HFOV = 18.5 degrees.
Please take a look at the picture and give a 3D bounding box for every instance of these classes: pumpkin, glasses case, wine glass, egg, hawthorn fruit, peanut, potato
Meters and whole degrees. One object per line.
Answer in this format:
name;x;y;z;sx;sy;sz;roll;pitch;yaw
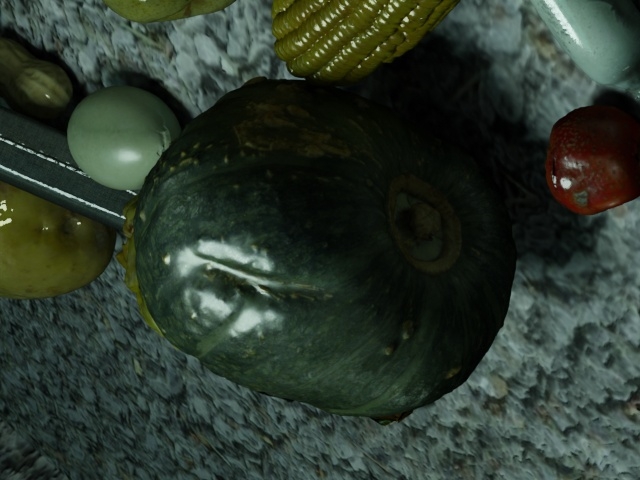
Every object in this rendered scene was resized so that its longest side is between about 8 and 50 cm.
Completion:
pumpkin;0.000;0.000;1.706;0.328;0.291;0.257;35;139;-26
glasses case;-0.314;-0.087;2.278;0.323;0.074;0.131;23;171;-2
wine glass;0.220;-0.130;1.437;0.262;0.074;0.074;52;157;-13
egg;-0.212;-0.112;2.154;0.152;0.114;0.114;14;142;48
hawthorn fruit;0.221;-0.064;1.542;0.093;0.093;0.093;37;156;20
peanut;-0.360;-0.193;2.325;0.187;0.082;0.082;30;153;32
potato;-0.370;-0.035;2.453;0.242;0.242;0.285;19;142;48

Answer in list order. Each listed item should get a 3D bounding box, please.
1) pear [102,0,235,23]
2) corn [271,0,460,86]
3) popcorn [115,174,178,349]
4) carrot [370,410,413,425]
pear;-0.131;-0.260;1.699;0.167;0.167;0.136;-16;90;65
corn;0.044;-0.203;1.560;0.119;0.119;0.322;48;154;-5
popcorn;-0.118;0.003;2.029;0.266;0.192;0.233;4;102;45
carrot;0.089;0.150;2.148;0.069;0.069;0.228;43;156;6
